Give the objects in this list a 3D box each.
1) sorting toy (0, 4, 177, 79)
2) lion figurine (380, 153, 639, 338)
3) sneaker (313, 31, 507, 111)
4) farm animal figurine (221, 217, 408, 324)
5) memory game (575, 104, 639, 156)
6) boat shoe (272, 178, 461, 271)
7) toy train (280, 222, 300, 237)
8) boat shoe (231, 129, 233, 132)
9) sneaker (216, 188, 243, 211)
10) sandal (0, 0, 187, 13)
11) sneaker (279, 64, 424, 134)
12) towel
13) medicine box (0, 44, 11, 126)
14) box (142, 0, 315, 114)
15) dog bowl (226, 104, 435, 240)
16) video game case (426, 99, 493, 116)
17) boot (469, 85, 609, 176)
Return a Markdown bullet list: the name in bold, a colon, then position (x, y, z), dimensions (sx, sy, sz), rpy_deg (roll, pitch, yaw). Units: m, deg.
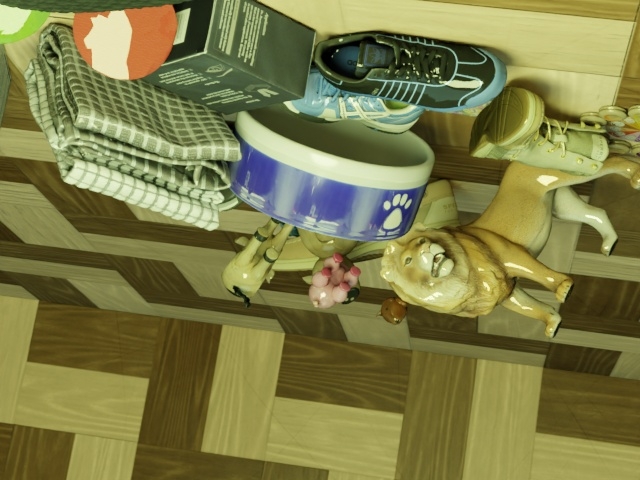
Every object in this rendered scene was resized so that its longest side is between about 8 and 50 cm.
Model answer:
- **sorting toy**: position (-0.350, -0.295, 1.705), dimensions (0.365, 0.127, 0.126), rpy_deg (16, -166, -15)
- **lion figurine**: position (0.270, -0.022, 1.992), dimensions (0.240, 0.392, 0.142), rpy_deg (29, 143, 20)
- **sneaker**: position (0.102, -0.205, 1.747), dimensions (0.232, 0.081, 0.090), rpy_deg (4, 172, 24)
- **farm animal figurine**: position (0.000, 0.000, 2.098), dimensions (0.330, 0.326, 0.172), rpy_deg (12, 139, -26)
- **memory game**: position (0.427, -0.142, 1.933), dimensions (0.186, 0.012, 0.186), rpy_deg (8, 166, 2)
- **boat shoe**: position (0.057, -0.020, 2.332), dimensions (0.341, 0.110, 0.121), rpy_deg (-12, 178, 16)
- **toy train**: position (0.002, -0.034, 2.448), dimensions (0.184, 0.080, 0.105), rpy_deg (24, -160, -19)
- **boat shoe**: position (-0.151, -0.146, 2.189), dimensions (0.183, 0.065, 0.083), rpy_deg (12, 164, -34)
- **sneaker**: position (-0.196, -0.107, 2.042), dimensions (0.132, 0.086, 0.229), rpy_deg (29, 170, -36)
- **sandal**: position (-0.161, -0.317, 1.478), dimensions (0.446, 0.107, 0.167), rpy_deg (-7, 162, 10)
- **sneaker**: position (0.041, -0.192, 1.870), dimensions (0.211, 0.080, 0.081), rpy_deg (5, 162, -24)
- **towel**: position (-0.240, -0.156, 1.857), dimensions (0.235, 0.121, 0.283), rpy_deg (19, -157, -31)
- **medicine box**: position (-0.569, -0.222, 1.961), dimensions (0.263, 0.149, 0.289), rpy_deg (10, 165, -5)
- **box**: position (-0.118, -0.228, 1.770), dimensions (0.158, 0.093, 0.156), rpy_deg (22, 162, -39)
- **dog bowl**: position (0.010, -0.100, 1.908), dimensions (0.265, 0.104, 0.265), rpy_deg (14, -160, -5)
- **video game case**: position (0.200, -0.182, 1.919), dimensions (0.122, 0.011, 0.087), rpy_deg (8, 166, 5)
- **boot**: position (0.294, -0.135, 1.866), dimensions (0.165, 0.077, 0.213), rpy_deg (12, 170, -9)
